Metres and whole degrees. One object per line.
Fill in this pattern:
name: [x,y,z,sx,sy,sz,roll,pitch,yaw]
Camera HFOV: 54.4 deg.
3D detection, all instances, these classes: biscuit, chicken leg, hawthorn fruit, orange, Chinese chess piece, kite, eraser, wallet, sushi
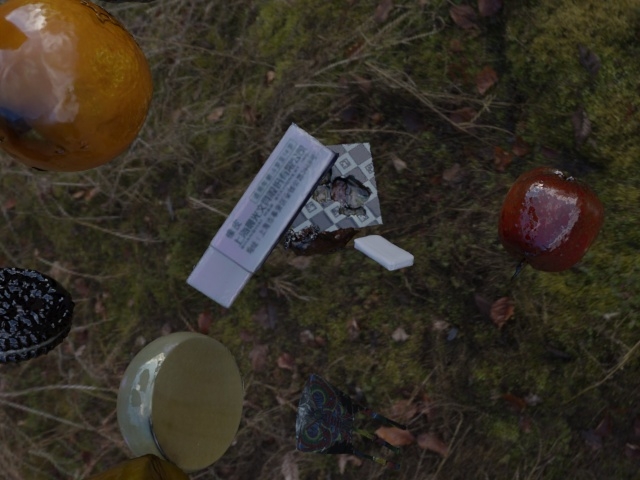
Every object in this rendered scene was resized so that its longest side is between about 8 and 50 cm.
biscuit: [-0.470,0.109,0.936,0.194,0.194,0.053,34,125,29]
chicken leg: [0.000,0.000,1.537,0.105,0.233,0.063,-28,72,36]
hawthorn fruit: [0.556,-0.027,1.574,0.254,0.254,0.300,39,111,27]
orange: [-0.365,-0.216,0.870,0.246,0.246,0.246,1,92,34]
Chinese chess piece: [-0.249,0.291,1.129,0.097,0.250,0.251,-9,86,34]
kite: [0.070,0.376,1.247,0.015,0.285,0.152,-26,44,46]
eraser: [-0.090,-0.041,0.970,0.086,0.130,0.287,35,95,-8]
wallet: [0.174,0.031,1.738,0.190,0.095,0.033,36,130,53]
sushi: [0.027,-0.155,1.938,0.292,0.059,0.294,-7,74,-4]

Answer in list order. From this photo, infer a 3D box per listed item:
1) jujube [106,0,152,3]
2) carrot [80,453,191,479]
jujube: [-0.283,-0.512,1.030,0.316,0.226,0.226,-12,84,8]
carrot: [-0.256,0.397,0.701,0.340,0.241,0.242,-25,75,-2]
